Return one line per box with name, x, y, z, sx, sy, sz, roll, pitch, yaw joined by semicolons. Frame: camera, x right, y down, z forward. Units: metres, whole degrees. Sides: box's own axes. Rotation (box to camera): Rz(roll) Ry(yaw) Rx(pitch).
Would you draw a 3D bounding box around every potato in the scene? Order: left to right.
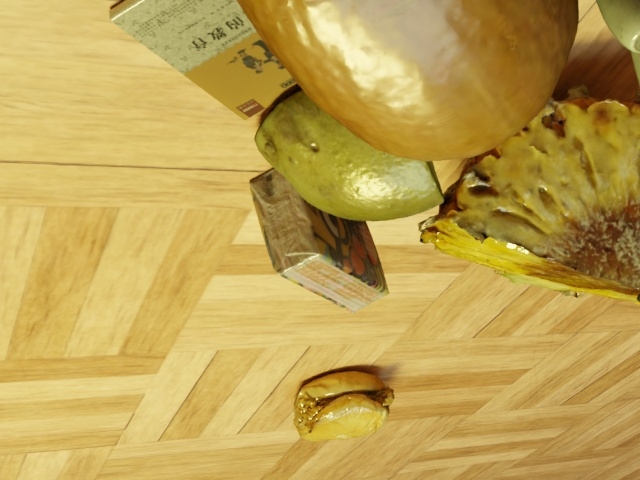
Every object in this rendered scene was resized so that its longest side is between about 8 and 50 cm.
potato;0.016;-0.066;0.797;0.149;0.120;0.081;-25;163;17

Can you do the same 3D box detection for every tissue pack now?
tissue pack;0.000;0.000;0.935;0.060;0.108;0.148;-28;150;20

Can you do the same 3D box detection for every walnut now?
walnut;0.048;-0.170;0.564;0.203;0.203;0.298;-23;147;15

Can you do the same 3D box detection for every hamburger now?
hamburger;0.033;0.251;1.432;0.147;0.083;0.138;-4;154;-15

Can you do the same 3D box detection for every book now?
book;-0.060;-0.157;0.724;0.118;0.012;0.172;-26;150;21

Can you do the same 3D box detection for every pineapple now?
pineapple;0.261;-0.052;0.954;0.344;0.209;0.286;16;177;-6

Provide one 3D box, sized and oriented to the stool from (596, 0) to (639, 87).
stool;0.258;-0.201;0.602;0.195;0.199;0.195;-27;148;19
